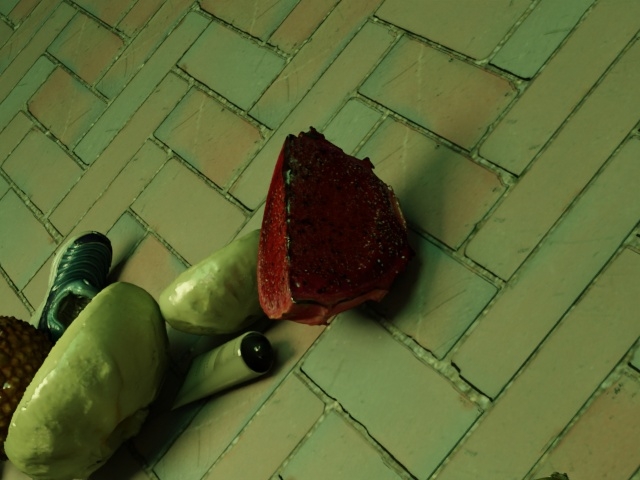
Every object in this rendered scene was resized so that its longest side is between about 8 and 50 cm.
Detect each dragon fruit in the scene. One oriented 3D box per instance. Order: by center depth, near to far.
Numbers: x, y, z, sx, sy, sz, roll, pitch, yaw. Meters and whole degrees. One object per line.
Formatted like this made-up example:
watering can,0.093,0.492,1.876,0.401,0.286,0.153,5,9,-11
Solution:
dragon fruit,0.000,0.000,1.904,0.189,0.163,0.261,-29,48,35

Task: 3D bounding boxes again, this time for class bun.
bun,-0.114,0.064,2.029,0.183,0.102,0.183,-33,0,0
bun,-0.285,0.190,2.050,0.287,0.146,0.287,-59,0,0

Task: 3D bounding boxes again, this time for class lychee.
lychee,-0.445,0.201,2.225,0.200,0.200,0.238,-42,7,12

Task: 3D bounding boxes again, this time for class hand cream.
hand cream,-0.124,0.159,2.002,0.186,0.054,0.087,-26,33,45

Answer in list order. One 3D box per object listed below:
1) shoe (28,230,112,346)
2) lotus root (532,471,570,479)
shoe,-0.350,0.082,2.338,0.106,0.091,0.207,-7,56,47
lotus root,0.189,0.283,1.433,0.088,0.088,0.165,6,71,54
